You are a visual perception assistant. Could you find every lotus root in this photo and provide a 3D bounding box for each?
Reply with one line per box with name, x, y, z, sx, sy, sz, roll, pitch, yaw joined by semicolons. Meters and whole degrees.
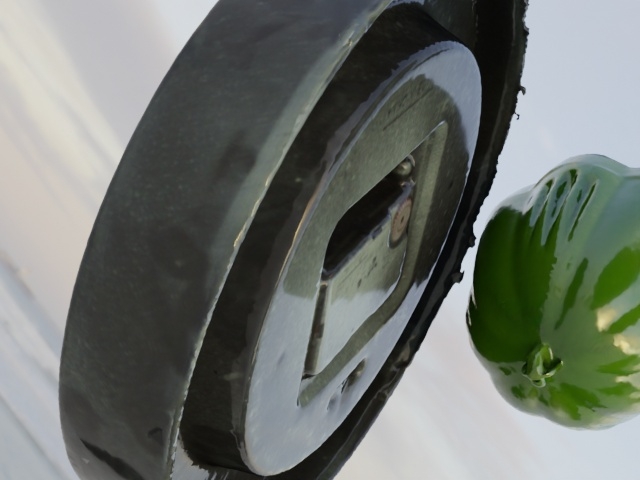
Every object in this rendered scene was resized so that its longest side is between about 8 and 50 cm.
lotus root;0.160;0.053;0.799;0.186;0.186;0.186;50;-12;14

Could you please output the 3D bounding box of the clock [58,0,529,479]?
clock;0.000;0.000;0.720;0.076;0.386;0.386;26;-21;20
